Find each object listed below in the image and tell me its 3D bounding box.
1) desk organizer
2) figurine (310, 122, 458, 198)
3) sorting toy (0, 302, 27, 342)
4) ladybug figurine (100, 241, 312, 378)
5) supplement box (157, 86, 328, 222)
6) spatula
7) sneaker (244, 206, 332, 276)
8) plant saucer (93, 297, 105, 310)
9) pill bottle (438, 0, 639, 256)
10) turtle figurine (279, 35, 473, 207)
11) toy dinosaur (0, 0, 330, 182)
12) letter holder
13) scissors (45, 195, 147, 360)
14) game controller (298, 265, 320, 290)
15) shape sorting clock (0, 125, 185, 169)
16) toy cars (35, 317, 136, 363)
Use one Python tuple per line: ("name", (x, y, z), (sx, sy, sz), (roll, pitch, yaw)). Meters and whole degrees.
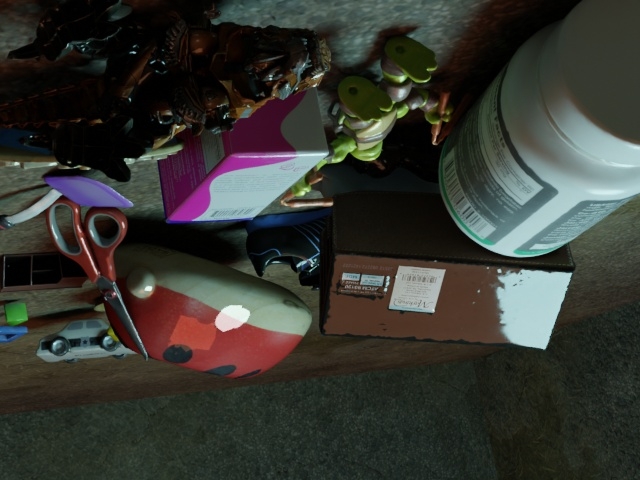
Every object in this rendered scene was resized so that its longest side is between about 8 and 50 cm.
("desk organizer", (-0.421, 0.047, 1.765), (0.130, 0.047, 0.050), (-3, 162, -30))
("figurine", (0.102, -0.093, 1.545), (0.209, 0.092, 0.215), (2, 164, -18))
("sorting toy", (-0.663, 0.141, 1.972), (0.347, 0.047, 0.196), (-1, 159, -35))
("ladybug figurine", (-0.186, 0.117, 1.805), (0.305, 0.162, 0.449), (14, 174, 26))
("supplement box", (-0.092, -0.104, 1.261), (0.111, 0.114, 0.220), (-3, 166, -27))
("spatula", (-0.374, -0.038, 1.465), (0.296, 0.030, 0.084), (-14, 149, 25))
("sneaker", (0.000, 0.000, 1.803), (0.232, 0.090, 0.081), (-9, 166, -6))
("plant saucer", (-0.376, 0.113, 2.134), (0.083, 0.015, 0.083), (-11, 167, -2))
("pill bottle", (0.274, -0.120, 1.281), (0.204, 0.204, 0.361), (-7, 167, -14))
("turtle figurine", (0.066, -0.144, 1.283), (0.269, 0.087, 0.217), (-27, 166, -14))
("toy dinosaur", (-0.158, -0.130, 1.053), (0.322, 0.164, 0.218), (-31, 175, 22))
("letter holder", (0.155, 0.008, 1.534), (0.302, 0.214, 0.152), (4, 132, -4))
("scissors", (-0.300, 0.055, 1.577), (0.109, 0.021, 0.297), (3, 132, 6))
("game controller", (0.122, 0.030, 2.078), (0.319, 0.067, 0.166), (-16, 166, 23))
("shape sorting clock", (-0.244, -0.094, 1.202), (0.206, 0.040, 0.206), (2, -171, 0))
("toy cars", (-0.356, 0.152, 2.111), (0.393, 0.087, 0.176), (-18, 160, 39))
